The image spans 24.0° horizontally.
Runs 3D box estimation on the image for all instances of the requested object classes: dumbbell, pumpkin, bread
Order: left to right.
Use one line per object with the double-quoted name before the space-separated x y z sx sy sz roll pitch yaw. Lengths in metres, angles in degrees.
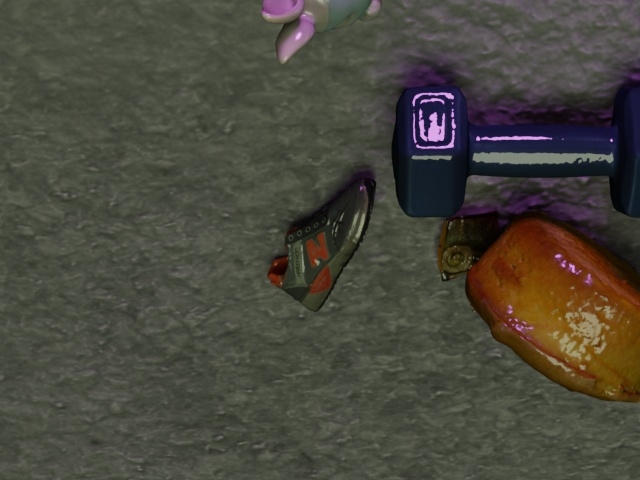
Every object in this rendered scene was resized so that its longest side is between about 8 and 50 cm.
"pumpkin" 0.175 0.003 1.783 0.073 0.035 0.101 -5 127 -13
"dumbbell" 0.240 -0.098 1.637 0.324 0.144 0.160 1 125 2
"bread" 0.288 0.080 1.705 0.268 0.268 0.146 29 106 -19

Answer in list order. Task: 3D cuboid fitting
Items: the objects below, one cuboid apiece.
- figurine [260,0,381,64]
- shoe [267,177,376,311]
"figurine" 0.016 -0.262 1.463 0.155 0.235 0.127 -2 127 3
"shoe" 0.000 -0.001 1.762 0.077 0.074 0.194 23 126 -9
